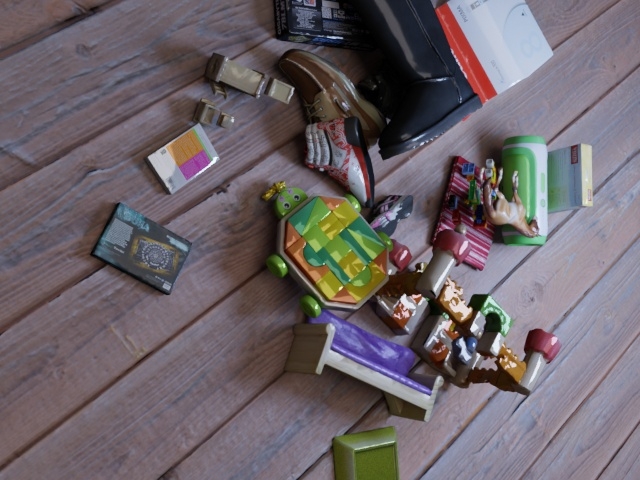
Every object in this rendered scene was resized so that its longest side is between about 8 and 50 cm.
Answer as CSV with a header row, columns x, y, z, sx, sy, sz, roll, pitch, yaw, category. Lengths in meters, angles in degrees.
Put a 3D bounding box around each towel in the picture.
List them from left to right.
x,y,z,sx,sy,sz,roll,pitch,yaw,category
0.411,-0.078,2.124,0.198,0.031,0.275,27,71,-27,towel

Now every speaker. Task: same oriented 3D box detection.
x,y,z,sx,sy,sz,roll,pitch,yaw,category
0.567,-0.135,2.136,0.131,0.131,0.297,3,86,-32,speaker

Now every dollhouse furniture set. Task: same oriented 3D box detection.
x,y,z,sx,sy,sz,roll,pitch,yaw,category
-0.184,-0.317,1.763,0.181,0.101,0.161,19,99,-29,dollhouse furniture set

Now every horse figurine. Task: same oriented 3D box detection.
x,y,z,sx,sy,sz,roll,pitch,yaw,category
0.478,-0.097,1.986,0.263,0.066,0.175,6,79,-48,horse figurine

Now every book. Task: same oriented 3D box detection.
x,y,z,sx,sy,sz,roll,pitch,yaw,category
-0.301,-0.179,1.688,0.144,0.035,0.096,-40,109,-29,book

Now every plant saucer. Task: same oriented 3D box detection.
x,y,z,sx,sy,sz,roll,pitch,yaw,category
0.124,0.559,1.861,0.188,0.045,0.188,-1,85,-32,plant saucer

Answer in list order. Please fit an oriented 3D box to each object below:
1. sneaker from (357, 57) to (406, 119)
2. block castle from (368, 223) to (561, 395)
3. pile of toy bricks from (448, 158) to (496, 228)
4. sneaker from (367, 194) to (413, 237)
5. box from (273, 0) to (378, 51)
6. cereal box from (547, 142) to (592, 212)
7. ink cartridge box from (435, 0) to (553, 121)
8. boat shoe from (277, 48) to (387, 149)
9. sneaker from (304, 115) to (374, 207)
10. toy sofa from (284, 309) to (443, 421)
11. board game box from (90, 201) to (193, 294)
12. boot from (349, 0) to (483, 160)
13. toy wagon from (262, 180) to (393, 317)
x,y,z,sx,sy,sz,roll,pitch,yaw,category
0.171,-0.434,1.980,0.130,0.087,0.228,16,81,-36,sneaker
0.347,0.168,1.895,0.453,0.303,0.213,44,63,-21,block castle
0.416,-0.106,2.066,0.105,0.118,0.212,57,40,-52,pile of toy bricks
0.158,-0.060,1.937,0.178,0.077,0.072,-35,128,-40,sneaker
0.021,-0.636,1.919,0.295,0.073,0.294,-3,85,-32,box
0.655,-0.164,2.162,0.047,0.240,0.173,6,82,-31,cereal box
0.464,-0.565,2.179,0.385,0.091,0.308,-41,106,-30,ink cartridge box
0.025,-0.328,1.860,0.324,0.122,0.120,37,72,-23,boat shoe
0.045,-0.184,1.876,0.270,0.144,0.090,71,20,-45,sneaker
0.112,0.287,1.823,0.362,0.150,0.177,28,71,-26,toy sofa
-0.373,0.018,1.622,0.186,0.026,0.126,32,68,-25,board game box
0.175,-0.454,1.848,0.367,0.146,0.445,-36,103,-40,boot
0.000,0.000,1.763,0.267,0.068,0.344,-40,90,-26,toy wagon
